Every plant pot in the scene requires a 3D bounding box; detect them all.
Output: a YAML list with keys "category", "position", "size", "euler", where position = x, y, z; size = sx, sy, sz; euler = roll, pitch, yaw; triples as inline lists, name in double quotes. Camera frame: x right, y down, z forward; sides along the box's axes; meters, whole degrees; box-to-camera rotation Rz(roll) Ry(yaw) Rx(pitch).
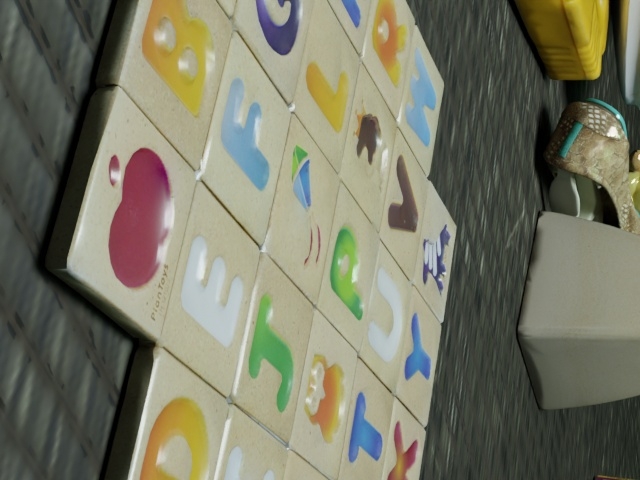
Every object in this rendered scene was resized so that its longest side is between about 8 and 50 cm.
- category: "plant pot"
  position: [0.204, 0.053, 0.913]
  size: [0.109, 0.096, 0.109]
  euler: [65, 35, -48]

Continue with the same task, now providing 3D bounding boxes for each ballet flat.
- category: "ballet flat"
  position: [0.202, -0.022, 0.968]
  size: [0.067, 0.073, 0.206]
  euler: [-49, 141, -16]

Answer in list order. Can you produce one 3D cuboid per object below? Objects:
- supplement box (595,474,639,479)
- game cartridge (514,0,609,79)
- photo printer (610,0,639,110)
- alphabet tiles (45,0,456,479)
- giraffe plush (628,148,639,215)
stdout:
- category: "supplement box"
  position: [0.272, 0.260, 1.154]
  size: [0.043, 0.054, 0.083]
  euler: [-40, 128, -60]
- category: "game cartridge"
  position: [0.155, -0.292, 0.827]
  size: [0.323, 0.052, 0.285]
  euler: [40, 55, -62]
- category: "photo printer"
  position: [0.291, -0.271, 1.023]
  size: [0.308, 0.107, 0.256]
  euler: [-74, 165, -56]
- category: "alphabet tiles"
  position: [0.000, 0.000, 0.516]
  size: [0.342, 0.011, 0.285]
  euler: [51, 45, -58]
- category: "giraffe plush"
  position: [0.310, -0.006, 1.122]
  size: [0.170, 0.210, 0.181]
  euler: [54, 43, -4]
